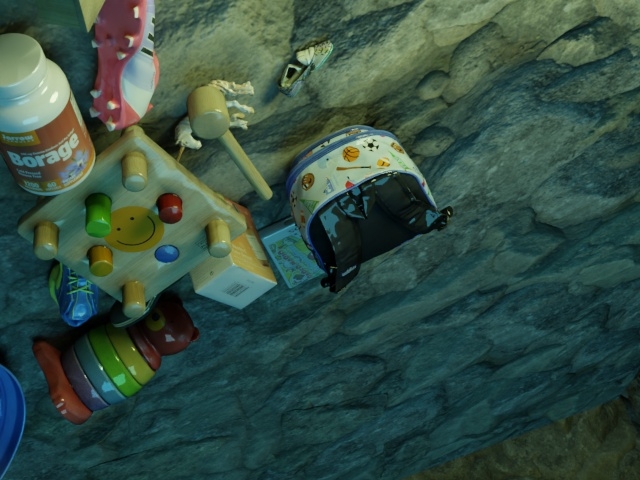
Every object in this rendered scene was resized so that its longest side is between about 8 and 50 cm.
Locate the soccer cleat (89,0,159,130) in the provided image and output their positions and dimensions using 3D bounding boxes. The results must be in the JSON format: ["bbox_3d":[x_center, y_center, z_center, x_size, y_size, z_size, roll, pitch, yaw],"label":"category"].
[{"bbox_3d":[-0.254,-0.255,1.239,0.095,0.083,0.248,-38,158,-42],"label":"soccer cleat"}]

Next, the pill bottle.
[{"bbox_3d":[-0.384,-0.166,1.222,0.121,0.121,0.216,-20,149,-9],"label":"pill bottle"}]

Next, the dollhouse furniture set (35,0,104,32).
[{"bbox_3d":[-0.333,-0.350,1.070,0.151,0.123,0.144,12,147,7],"label":"dollhouse furniture set"}]

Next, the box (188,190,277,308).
[{"bbox_3d":[-0.170,0.015,1.603,0.091,0.171,0.130,-35,148,20],"label":"box"}]

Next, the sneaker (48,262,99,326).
[{"bbox_3d":[-0.395,0.057,1.548,0.091,0.126,0.240,-6,145,-29],"label":"sneaker"}]

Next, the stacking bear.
[{"bbox_3d":[-0.380,0.218,1.789,0.289,0.175,0.164,-31,148,-5],"label":"stacking bear"}]

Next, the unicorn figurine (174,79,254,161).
[{"bbox_3d":[-0.164,-0.191,1.410,0.111,0.060,0.162,-1,134,-19],"label":"unicorn figurine"}]

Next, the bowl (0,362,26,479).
[{"bbox_3d":[-0.719,0.376,1.671,0.391,0.077,0.391,-39,142,-39],"label":"bowl"}]

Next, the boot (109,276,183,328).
[{"bbox_3d":[-0.347,0.065,1.663,0.198,0.077,0.137,-46,141,9],"label":"boot"}]

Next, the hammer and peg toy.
[{"bbox_3d":[-0.238,-0.047,1.391,0.361,0.127,0.266,-34,130,17],"label":"hammer and peg toy"}]

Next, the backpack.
[{"bbox_3d":[0.065,-0.078,1.595,0.276,0.213,0.263,-32,157,-1],"label":"backpack"}]

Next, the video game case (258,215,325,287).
[{"bbox_3d":[0.000,0.000,1.842,0.206,0.026,0.227,-25,150,0],"label":"video game case"}]

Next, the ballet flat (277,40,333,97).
[{"bbox_3d":[-0.028,-0.266,1.407,0.041,0.041,0.114,10,134,-44],"label":"ballet flat"}]
